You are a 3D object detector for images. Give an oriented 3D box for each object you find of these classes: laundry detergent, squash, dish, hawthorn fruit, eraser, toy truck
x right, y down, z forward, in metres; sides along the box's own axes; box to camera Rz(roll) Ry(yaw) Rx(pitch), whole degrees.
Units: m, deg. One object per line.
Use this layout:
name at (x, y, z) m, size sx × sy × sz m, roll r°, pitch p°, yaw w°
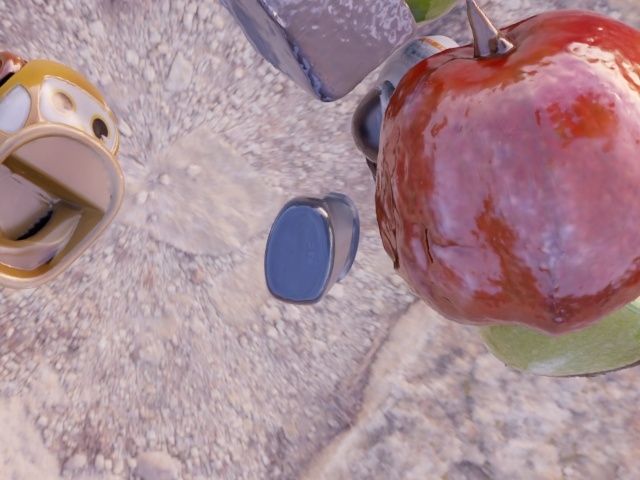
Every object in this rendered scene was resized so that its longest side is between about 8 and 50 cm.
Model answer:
laundry detergent at (-0.001, 0.000, 1.031) m, size 0.061 × 0.206 × 0.096 m, roll 4°, pitch 98°, yaw 10°
squash at (0.286, 0.035, 1.219) m, size 0.210 × 0.309 × 0.233 m, roll 1°, pitch 65°, yaw -10°
dish at (0.108, -0.157, 1.589) m, size 0.134 × 0.273 × 0.273 m, roll -1°, pitch 93°, yaw -20°
hawthorn fruit at (0.142, -0.074, 0.778) m, size 0.242 × 0.242 × 0.271 m, roll -23°, pitch 117°, yaw -7°
eraser at (-0.059, -0.274, 0.843) m, size 0.111 × 0.077 × 0.352 m, roll -43°, pitch 119°, yaw -18°
toy truck at (-0.395, -0.098, 1.503) m, size 0.204 × 0.212 × 0.288 m, roll 36°, pitch 90°, yaw -41°

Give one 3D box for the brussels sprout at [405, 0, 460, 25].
brussels sprout at (0.108, -0.471, 1.600) m, size 0.268 × 0.344 × 0.344 m, roll -11°, pitch 95°, yaw -18°
